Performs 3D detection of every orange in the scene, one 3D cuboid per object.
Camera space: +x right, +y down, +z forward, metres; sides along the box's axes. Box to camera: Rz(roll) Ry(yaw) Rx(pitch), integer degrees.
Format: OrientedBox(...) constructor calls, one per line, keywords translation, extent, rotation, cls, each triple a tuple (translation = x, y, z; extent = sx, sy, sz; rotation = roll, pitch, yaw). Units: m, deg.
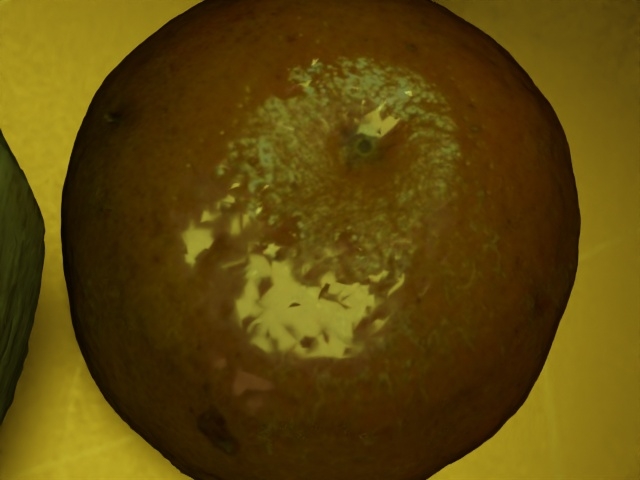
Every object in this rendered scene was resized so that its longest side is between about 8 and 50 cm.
OrientedBox(translation=(0.000, 0.000, 0.619), extent=(0.224, 0.170, 0.224), rotation=(3, 71, -9), cls="orange")

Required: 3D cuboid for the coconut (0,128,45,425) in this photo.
OrientedBox(translation=(-0.275, 0.014, 0.499), extent=(0.346, 0.346, 0.360), rotation=(18, 66, -5), cls="coconut")
